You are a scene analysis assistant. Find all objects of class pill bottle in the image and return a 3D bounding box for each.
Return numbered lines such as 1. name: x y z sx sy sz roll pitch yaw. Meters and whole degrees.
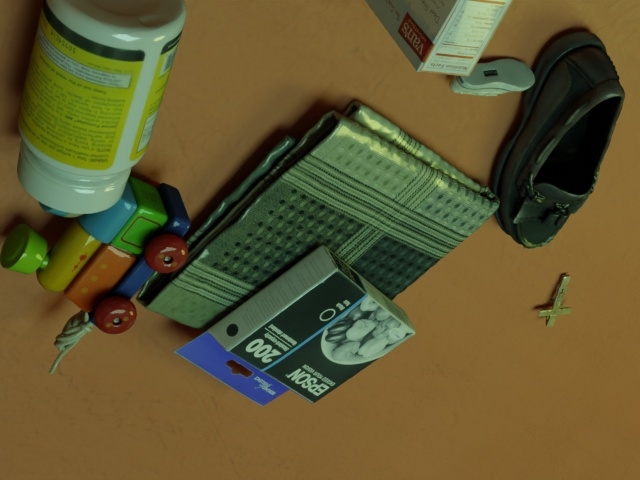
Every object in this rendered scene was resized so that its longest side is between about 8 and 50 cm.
1. pill bottle: -0.196 -0.131 1.378 0.119 0.119 0.208 -5 136 -30

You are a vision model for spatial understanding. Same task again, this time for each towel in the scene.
1. towel: 0.000 0.000 1.731 0.312 0.056 0.324 -42 144 18

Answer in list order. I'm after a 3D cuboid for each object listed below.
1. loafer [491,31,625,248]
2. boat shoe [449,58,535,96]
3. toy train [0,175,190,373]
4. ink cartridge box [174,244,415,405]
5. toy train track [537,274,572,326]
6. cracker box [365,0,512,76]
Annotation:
1. loafer: 0.265 -0.088 1.762 0.109 0.095 0.302 -14 140 -21
2. boat shoe: 0.179 -0.167 1.670 0.100 0.035 0.035 -8 165 -33
3. toy train: -0.251 0.032 1.549 0.143 0.105 0.248 25 117 -36
4. ink cartridge box: -0.025 0.113 1.771 0.208 0.045 0.206 -35 145 12
5. toy train track: 0.303 0.075 2.044 0.048 0.014 0.083 -4 130 -21
6. cracker box: 0.124 -0.282 1.396 0.067 0.155 0.232 1 133 -36
